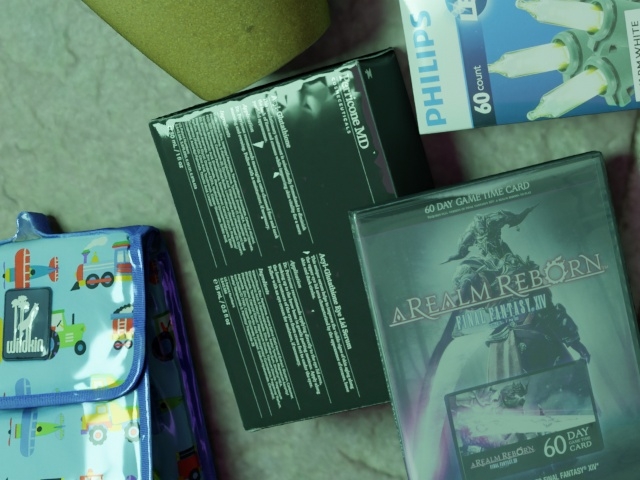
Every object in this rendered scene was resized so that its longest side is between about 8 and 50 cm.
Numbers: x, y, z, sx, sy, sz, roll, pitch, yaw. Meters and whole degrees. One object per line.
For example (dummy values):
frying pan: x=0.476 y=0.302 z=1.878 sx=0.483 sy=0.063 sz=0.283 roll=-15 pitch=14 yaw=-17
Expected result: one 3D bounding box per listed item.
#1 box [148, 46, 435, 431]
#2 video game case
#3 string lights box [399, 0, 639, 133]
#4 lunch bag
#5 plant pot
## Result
box: x=0.000 y=0.000 z=1.273 sx=0.184 sy=0.103 sz=0.261 roll=-13 pitch=98 yaw=24
video game case: x=0.144 y=0.088 z=1.204 sx=0.196 sy=0.026 sz=0.274 roll=-14 pitch=97 yaw=-8
string lights box: x=0.195 y=-0.160 z=1.174 sx=0.260 sy=0.077 sz=0.133 roll=-6 pitch=102 yaw=21
lunch bag: x=-0.223 y=0.119 z=1.390 sx=0.221 sy=0.138 sz=0.293 roll=-8 pitch=88 yaw=23
plant pot: x=-0.108 y=-0.240 z=1.204 sx=0.237 sy=0.237 sz=0.254 roll=-24 pitch=109 yaw=24
